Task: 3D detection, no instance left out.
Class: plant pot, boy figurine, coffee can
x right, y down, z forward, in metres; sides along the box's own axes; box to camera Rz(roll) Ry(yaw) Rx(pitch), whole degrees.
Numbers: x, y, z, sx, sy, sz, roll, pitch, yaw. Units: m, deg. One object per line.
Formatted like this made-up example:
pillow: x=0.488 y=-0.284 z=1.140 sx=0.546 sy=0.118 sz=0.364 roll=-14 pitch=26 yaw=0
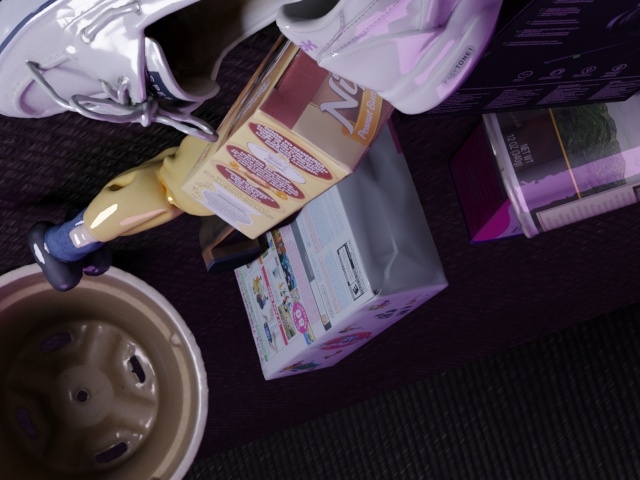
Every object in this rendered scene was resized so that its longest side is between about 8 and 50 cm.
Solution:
plant pot: x=-0.311 y=0.199 z=2.043 sx=0.333 sy=0.334 sz=0.305 roll=-14 pitch=177 yaw=-5
boy figurine: x=-0.170 y=-0.038 z=1.644 sx=0.285 sy=0.092 sz=0.177 roll=-22 pitch=-176 yaw=38
coffee can: x=0.305 y=-0.137 z=1.574 sx=0.275 sy=0.202 sz=0.201 roll=-19 pitch=165 yaw=11

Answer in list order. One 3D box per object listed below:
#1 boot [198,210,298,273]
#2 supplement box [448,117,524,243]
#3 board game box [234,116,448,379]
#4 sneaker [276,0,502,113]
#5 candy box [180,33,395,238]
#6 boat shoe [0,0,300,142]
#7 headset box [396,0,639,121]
boot: x=-0.090 y=-0.048 z=1.688 sx=0.082 sy=0.106 sz=0.219 roll=-13 pitch=164 yaw=-27
supplement box: x=0.241 y=-0.088 z=1.871 sx=0.111 sy=0.114 sz=0.220 roll=-11 pitch=166 yaw=-15
board game box: x=0.000 y=0.000 z=1.728 sx=0.097 sy=0.224 sz=0.303 roll=-10 pitch=165 yaw=-27
sneaker: x=0.080 y=-0.230 z=1.017 sx=0.152 sy=0.114 sz=0.305 roll=21 pitch=109 yaw=-21
candy box: x=-0.005 y=-0.117 z=1.267 sx=0.087 sy=0.183 sz=0.316 roll=34 pitch=165 yaw=-9
boat shoe: x=-0.123 y=-0.142 z=1.200 sx=0.367 sy=0.156 sz=0.136 roll=-27 pitch=162 yaw=35
headset box: x=0.213 y=-0.220 z=1.314 sx=0.246 sy=0.131 sz=0.283 roll=-8 pitch=163 yaw=-26
